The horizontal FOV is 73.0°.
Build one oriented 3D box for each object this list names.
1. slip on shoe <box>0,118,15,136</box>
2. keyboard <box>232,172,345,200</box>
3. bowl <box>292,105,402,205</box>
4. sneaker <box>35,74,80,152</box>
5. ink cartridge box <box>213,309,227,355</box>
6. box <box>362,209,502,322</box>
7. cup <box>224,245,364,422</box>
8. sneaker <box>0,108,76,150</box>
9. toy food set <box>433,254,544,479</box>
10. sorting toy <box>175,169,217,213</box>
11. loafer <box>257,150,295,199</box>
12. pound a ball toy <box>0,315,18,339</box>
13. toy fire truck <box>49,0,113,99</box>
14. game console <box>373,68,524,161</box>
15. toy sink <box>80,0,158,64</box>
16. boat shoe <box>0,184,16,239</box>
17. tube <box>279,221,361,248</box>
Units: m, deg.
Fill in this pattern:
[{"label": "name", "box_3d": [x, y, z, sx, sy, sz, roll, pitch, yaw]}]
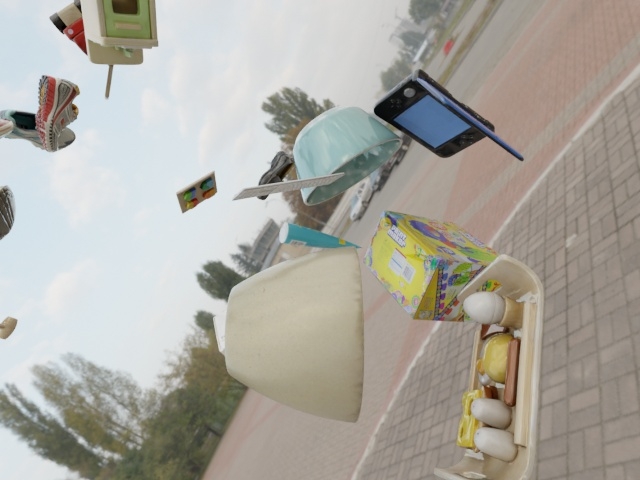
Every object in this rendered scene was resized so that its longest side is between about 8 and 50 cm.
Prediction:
[{"label": "slip on shoe", "box_3d": [-1.001, -0.327, 1.263, 0.123, 0.101, 0.331, -34, 25, 0]}, {"label": "keyboard", "box_3d": [-0.065, -0.119, 0.943, 0.256, 0.014, 0.072, -15, 1, -33]}, {"label": "bowl", "box_3d": [0.048, -0.246, 1.178, 0.312, 0.163, 0.311, -32, -7, -5]}, {"label": "sneaker", "box_3d": [-0.690, -0.322, 1.144, 0.093, 0.088, 0.225, -8, -34, -44]}, {"label": "ink cartridge box", "box_3d": [-0.116, 0.263, 1.134, 0.207, 0.283, 0.117, -29, 43, 0]}, {"label": "box", "box_3d": [0.321, 0.070, 1.191, 0.290, 0.279, 0.177, 52, 128, 55]}, {"label": "cup", "box_3d": [-0.052, 0.174, 0.835, 0.331, 0.237, 0.330, -179, 90, -88]}, {"label": "sneaker", "box_3d": [-1.005, -0.396, 1.550, 0.283, 0.122, 0.110, -2, -98, -62]}, {"label": "toy food set", "box_3d": [0.231, 0.198, 0.646, 0.219, 0.093, 0.306, 94, -168, -66]}, {"label": "sorting toy", "box_3d": [-0.539, -0.207, 1.913, 0.193, 0.038, 0.208, -37, -10, -22]}, {"label": "loafer", "box_3d": [-0.142, -0.195, 1.351, 0.170, 0.061, 0.062, -59, -24, 9]}, {"label": "pound a ball toy", "box_3d": [-1.118, 0.175, 1.368, 0.319, 0.208, 0.135, 94, -165, -58]}, {"label": "toy fire truck", "box_3d": [-0.720, -0.604, 1.386, 0.158, 0.246, 0.217, -36, 18, -2]}, {"label": "game console", "box_3d": [0.308, -0.269, 1.077, 0.250, 0.293, 0.173, -28, 45, 50]}, {"label": "toy sink", "box_3d": [-0.528, -0.579, 1.143, 0.153, 0.131, 0.234, -18, -52, -40]}, {"label": "boat shoe", "box_3d": [-0.585, -0.021, 0.731, 0.223, 0.074, 0.080, -109, 21, -47]}, {"label": "tube", "box_3d": [0.000, 0.000, 1.093, 0.080, 0.207, 0.052, 17, 94, 63]}]
